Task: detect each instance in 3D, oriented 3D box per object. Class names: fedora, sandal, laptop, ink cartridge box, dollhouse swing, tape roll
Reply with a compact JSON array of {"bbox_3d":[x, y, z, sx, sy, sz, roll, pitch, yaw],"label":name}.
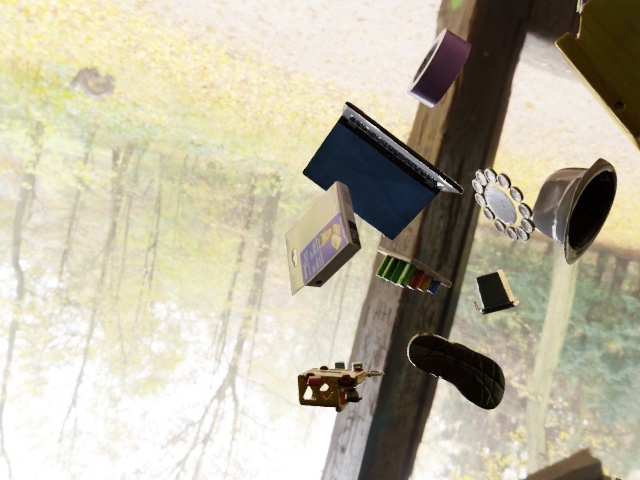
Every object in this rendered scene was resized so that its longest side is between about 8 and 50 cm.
[{"bbox_3d":[0.610,-0.085,1.306,0.124,0.275,0.244,25,153,43],"label":"fedora"},{"bbox_3d":[0.247,0.233,0.972,0.219,0.090,0.060,27,177,-13],"label":"sandal"},{"bbox_3d":[0.154,-0.177,1.557,0.382,0.236,0.408,36,-174,-4],"label":"laptop"},{"bbox_3d":[0.000,0.000,1.223,0.045,0.208,0.206,26,-143,-31],"label":"ink cartridge box"},{"bbox_3d":[0.688,-0.362,0.993,0.315,0.347,0.305,56,-153,10],"label":"dollhouse swing"},{"bbox_3d":[0.313,-0.457,1.415,0.080,0.189,0.189,28,180,-6],"label":"tape roll"}]

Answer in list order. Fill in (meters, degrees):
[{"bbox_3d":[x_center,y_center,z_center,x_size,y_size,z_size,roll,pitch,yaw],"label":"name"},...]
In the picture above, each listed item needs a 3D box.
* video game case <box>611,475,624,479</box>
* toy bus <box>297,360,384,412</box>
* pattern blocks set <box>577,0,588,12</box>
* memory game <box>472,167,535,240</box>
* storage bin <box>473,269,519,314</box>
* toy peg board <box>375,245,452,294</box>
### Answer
[{"bbox_3d":[0.599,0.539,1.040,0.087,0.122,0.011,23,167,-5],"label":"video game case"},{"bbox_3d":[0.042,0.380,1.353,0.190,0.104,0.202,-2,178,-19],"label":"toy bus"},{"bbox_3d":[0.762,-0.782,1.486,0.026,0.325,0.285,10,155,19],"label":"pattern blocks set"},{"bbox_3d":[0.397,-0.078,1.156,0.186,0.012,0.186,55,170,15],"label":"memory game"},{"bbox_3d":[0.418,0.124,1.294,0.098,0.091,0.135,-20,171,24],"label":"storage bin"},{"bbox_3d":[0.243,0.099,1.461,0.160,0.079,0.161,32,176,-28],"label":"toy peg board"}]
